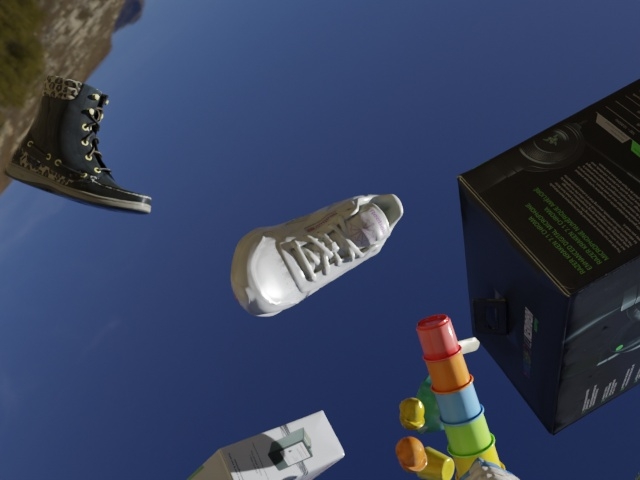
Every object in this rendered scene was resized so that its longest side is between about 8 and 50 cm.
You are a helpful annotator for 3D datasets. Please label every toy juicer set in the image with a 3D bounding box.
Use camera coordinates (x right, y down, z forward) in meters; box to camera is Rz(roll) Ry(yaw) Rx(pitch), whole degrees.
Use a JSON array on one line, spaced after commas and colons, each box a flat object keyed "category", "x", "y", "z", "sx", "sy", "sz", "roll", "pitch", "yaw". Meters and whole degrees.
[{"category": "toy juicer set", "x": 0.227, "y": 0.337, "z": 1.420, "sx": 0.089, "sy": 0.209, "sz": 0.329, "roll": 5, "pitch": -106, "yaw": 43}]

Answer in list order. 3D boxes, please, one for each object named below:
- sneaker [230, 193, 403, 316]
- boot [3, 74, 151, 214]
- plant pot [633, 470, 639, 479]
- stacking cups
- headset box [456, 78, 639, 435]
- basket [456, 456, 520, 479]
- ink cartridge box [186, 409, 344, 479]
[{"category": "sneaker", "x": 0.000, "y": 0.000, "z": 0.918, "sx": 0.152, "sy": 0.114, "sz": 0.305, "roll": -25, "pitch": -175, "yaw": 43}, {"category": "boot", "x": -0.354, "y": -0.146, "z": 1.037, "sx": 0.085, "sy": 0.236, "sz": 0.179, "roll": 53, "pitch": 54, "yaw": -82}, {"category": "plant pot", "x": 0.393, "y": 0.426, "z": 0.737, "sx": 0.252, "sy": 0.248, "sz": 0.247, "roll": -41, "pitch": -127, "yaw": -8}, {"category": "stacking cups", "x": 0.257, "y": 0.289, "z": 1.231, "sx": 0.096, "sy": 0.316, "sz": 0.096, "roll": -15, "pitch": -171, "yaw": 2}, {"category": "headset box", "x": 0.256, "y": 0.008, "z": 0.555, "sx": 0.283, "sy": 0.246, "sz": 0.131, "roll": -29, "pitch": -128, "yaw": -5}, {"category": "basket", "x": 0.297, "y": 0.489, "z": 0.999, "sx": 0.201, "sy": 0.254, "sz": 0.289, "roll": -55, "pitch": -174, "yaw": 10}, {"category": "ink cartridge box", "x": -0.123, "y": 0.513, "z": 1.515, "sx": 0.211, "sy": 0.289, "sz": 0.122, "roll": -49, "pitch": -120, "yaw": 42}]
